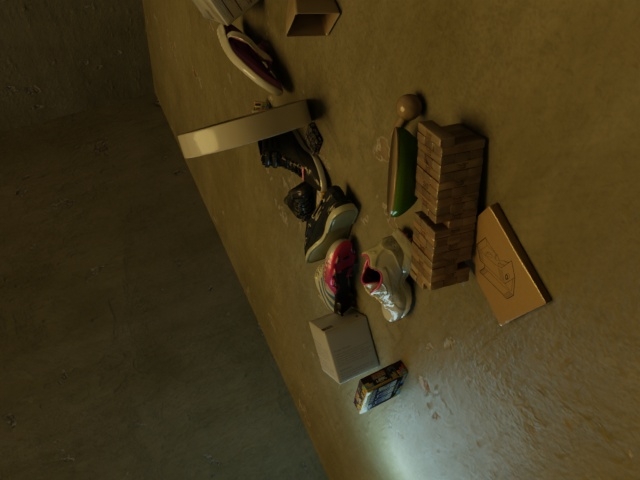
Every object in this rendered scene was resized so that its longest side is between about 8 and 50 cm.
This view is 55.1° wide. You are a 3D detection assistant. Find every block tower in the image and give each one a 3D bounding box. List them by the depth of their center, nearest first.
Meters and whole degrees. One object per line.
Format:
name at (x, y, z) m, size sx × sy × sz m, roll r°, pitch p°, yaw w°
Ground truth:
block tower at (0.238, -0.060, 1.176) m, size 0.091 × 0.097 × 0.336 m, roll -125°, pitch 27°, yaw -54°

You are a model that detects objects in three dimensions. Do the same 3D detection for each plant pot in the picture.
plant pot at (-0.027, -0.555, 1.455) m, size 0.109 × 0.108 × 0.096 m, roll 149°, pitch 113°, yaw -71°

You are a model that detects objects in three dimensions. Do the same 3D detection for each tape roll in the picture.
tape roll at (-0.217, -0.324, 1.772) m, size 0.392 × 0.391 × 0.072 m, roll 19°, pitch 128°, yaw 66°

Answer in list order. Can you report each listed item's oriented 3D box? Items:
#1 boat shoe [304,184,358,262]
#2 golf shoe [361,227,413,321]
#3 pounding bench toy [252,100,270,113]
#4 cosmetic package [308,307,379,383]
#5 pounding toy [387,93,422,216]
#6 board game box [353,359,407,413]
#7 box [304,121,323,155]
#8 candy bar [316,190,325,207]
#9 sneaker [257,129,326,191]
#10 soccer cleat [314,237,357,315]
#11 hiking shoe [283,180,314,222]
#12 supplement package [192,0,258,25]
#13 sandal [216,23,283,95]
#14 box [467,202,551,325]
boat shoe at (0.011, -0.046, 1.821) m, size 0.113 × 0.127 × 0.340 m, roll 64°, pitch 159°, yaw 20°
golf shoe at (0.158, 0.104, 1.544) m, size 0.115 × 0.140 × 0.306 m, roll 51°, pitch 155°, yaw 41°
pounding bench toy at (-0.188, -0.439, 2.102) m, size 0.052 × 0.083 × 0.065 m, roll 94°, pitch -179°, yaw -46°
cosmetic package at (0.075, 0.335, 1.990) m, size 0.151 × 0.151 × 0.184 m, roll 16°, pitch 123°, yaw 68°
pounding toy at (0.200, -0.161, 1.257) m, size 0.183 × 0.110 × 0.237 m, roll 90°, pitch -175°, yaw -70°
board game box at (0.176, 0.437, 1.825) m, size 0.048 × 0.141 × 0.170 m, roll 58°, pitch 158°, yaw 31°
box at (-0.021, -0.300, 1.817) m, size 0.067 × 0.018 × 0.083 m, roll 64°, pitch 161°, yaw 17°
candy bar at (0.000, -0.104, 1.959) m, size 0.040 × 0.018 × 0.162 m, roll 52°, pitch 154°, yaw 35°
sneaker at (-0.097, -0.236, 1.897) m, size 0.296 × 0.146 × 0.105 m, roll 56°, pitch 155°, yaw 33°
soccer cleat at (0.031, 0.103, 1.903) m, size 0.143 × 0.116 × 0.331 m, roll 37°, pitch 147°, yaw 31°
hiking shoe at (-0.050, -0.125, 2.013) m, size 0.114 × 0.086 × 0.227 m, roll 56°, pitch 167°, yaw 0°
supplement package at (-0.326, -0.793, 1.869) m, size 0.204 × 0.145 × 0.262 m, roll 51°, pitch 175°, yaw -35°
sandal at (-0.222, -0.603, 1.929) m, size 0.102 × 0.169 × 0.416 m, roll -51°, pitch 50°, yaw 21°
box at (0.339, 0.049, 1.163) m, size 0.201 × 0.021 × 0.164 m, roll 66°, pitch 161°, yaw 15°
